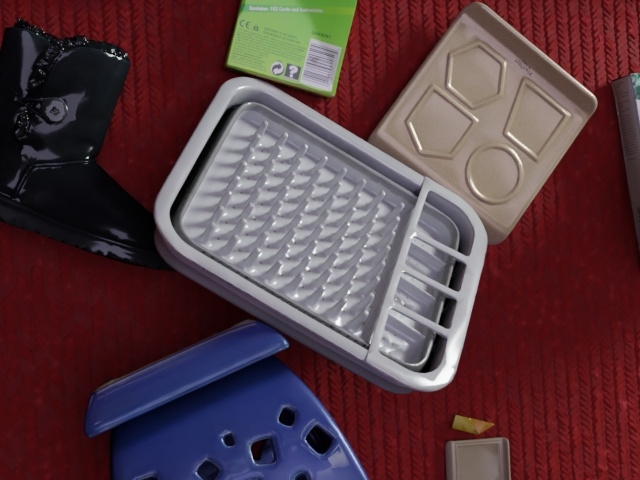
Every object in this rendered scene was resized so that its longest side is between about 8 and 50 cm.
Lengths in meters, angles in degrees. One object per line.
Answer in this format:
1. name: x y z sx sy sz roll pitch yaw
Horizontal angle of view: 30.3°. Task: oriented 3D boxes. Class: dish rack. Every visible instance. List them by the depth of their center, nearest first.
1. dish rack: 0.000 0.000 1.201 0.332 0.072 0.286 31 44 -9

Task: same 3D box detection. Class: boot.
1. boot: -0.228 -0.095 1.196 0.246 0.094 0.207 20 88 -5

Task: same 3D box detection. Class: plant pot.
1. plant pot: -0.104 0.206 1.154 0.236 0.236 0.212 -25 87 -11

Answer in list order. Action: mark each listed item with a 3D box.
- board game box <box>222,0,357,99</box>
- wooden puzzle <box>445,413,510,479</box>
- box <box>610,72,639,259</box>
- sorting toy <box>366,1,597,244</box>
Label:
1. board game box: -0.016 -0.294 1.282 0.124 0.039 0.260 15 87 -13
2. wooden puzzle: 0.176 0.254 1.322 0.078 0.014 0.116 5 87 -8
3. box: 0.513 -0.099 1.385 0.322 0.058 0.232 -10 91 -13
4. sorting toy: 0.181 -0.130 1.325 0.193 0.038 0.208 37 86 -9
